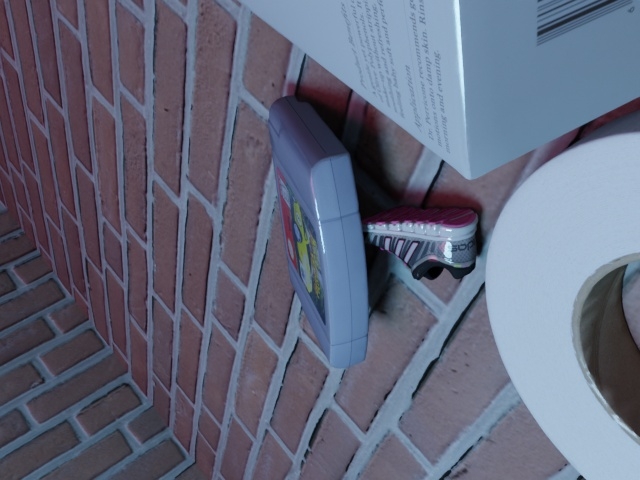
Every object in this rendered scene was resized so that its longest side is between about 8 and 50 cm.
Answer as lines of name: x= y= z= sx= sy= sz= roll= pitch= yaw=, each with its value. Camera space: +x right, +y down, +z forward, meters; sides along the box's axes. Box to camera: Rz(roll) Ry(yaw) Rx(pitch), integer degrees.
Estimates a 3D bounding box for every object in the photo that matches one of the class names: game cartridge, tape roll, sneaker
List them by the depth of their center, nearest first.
tape roll: x=0.298 y=0.085 z=0.554 sx=0.392 sy=0.072 sz=0.392 roll=36 pitch=142 yaw=35
sneaker: x=0.099 y=0.006 z=0.786 sx=0.170 sy=0.063 sz=0.075 roll=4 pitch=113 yaw=49
game cartridge: x=0.000 y=0.000 z=0.872 sx=0.196 sy=0.060 sz=0.294 roll=-127 pitch=24 yaw=-51

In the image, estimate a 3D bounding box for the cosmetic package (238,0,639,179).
cosmetic package: x=0.031 y=-0.220 z=0.436 sx=0.365 sy=0.155 sz=0.197 roll=51 pitch=162 yaw=44
